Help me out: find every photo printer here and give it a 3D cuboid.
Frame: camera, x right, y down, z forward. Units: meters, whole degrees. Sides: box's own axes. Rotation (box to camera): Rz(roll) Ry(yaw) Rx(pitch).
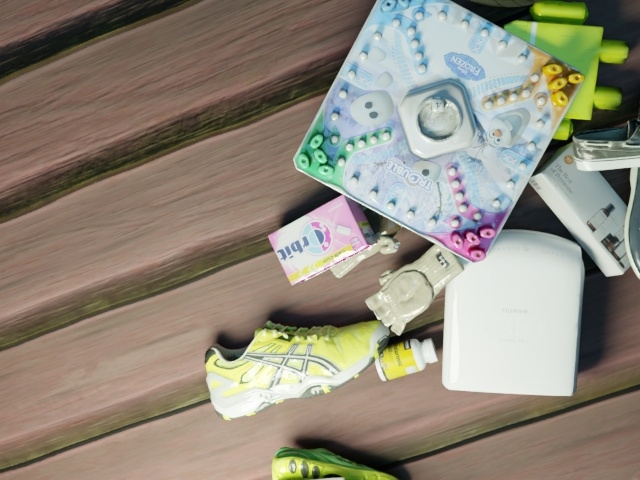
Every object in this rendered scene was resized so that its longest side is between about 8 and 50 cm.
[{"bbox_3d":[0.362,0.133,1.670,0.256,0.107,0.308,3,101,7],"label":"photo printer"}]

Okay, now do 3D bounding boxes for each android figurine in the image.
[{"bbox_3d":[0.410,-0.308,1.605,0.272,0.056,0.248,4,102,5],"label":"android figurine"}]

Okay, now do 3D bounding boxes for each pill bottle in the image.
[{"bbox_3d":[0.168,0.229,1.733,0.116,0.065,0.065,-18,98,9],"label":"pill bottle"}]

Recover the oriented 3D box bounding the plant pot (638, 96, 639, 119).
[{"bbox_3d":[0.622,-0.236,1.574,0.109,0.109,0.096,14,115,4],"label":"plant pot"}]

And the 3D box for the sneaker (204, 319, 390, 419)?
[{"bbox_3d":[-0.053,0.224,1.719,0.384,0.145,0.147,-21,98,9],"label":"sneaker"}]

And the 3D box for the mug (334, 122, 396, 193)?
[{"bbox_3d":[0.083,-0.140,1.650,0.129,0.097,0.158,-24,93,6],"label":"mug"}]

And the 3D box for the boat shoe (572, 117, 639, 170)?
[{"bbox_3d":[0.549,-0.171,1.531,0.219,0.078,0.070,-8,119,16],"label":"boat shoe"}]

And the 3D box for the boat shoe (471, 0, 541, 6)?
[{"bbox_3d":[0.394,-0.500,1.548,0.324,0.122,0.120,-9,63,4],"label":"boat shoe"}]

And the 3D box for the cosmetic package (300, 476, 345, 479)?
[{"bbox_3d":[-0.001,0.645,1.699,0.155,0.197,0.365,-7,129,7],"label":"cosmetic package"}]

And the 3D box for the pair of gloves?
[{"bbox_3d":[0.134,0.034,1.678,0.204,0.042,0.240,-48,68,17],"label":"pair of gloves"}]

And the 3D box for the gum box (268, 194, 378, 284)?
[{"bbox_3d":[0.000,0.000,1.683,0.188,0.062,0.107,-28,84,23],"label":"gum box"}]

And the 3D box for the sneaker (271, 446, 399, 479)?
[{"bbox_3d":[0.042,0.471,1.775,0.295,0.123,0.109,22,103,-17],"label":"sneaker"}]

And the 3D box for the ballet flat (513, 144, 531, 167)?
[{"bbox_3d":[0.327,-0.095,1.655,0.079,0.077,0.221,39,108,-21],"label":"ballet flat"}]

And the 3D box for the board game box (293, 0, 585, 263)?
[{"bbox_3d":[0.207,-0.213,1.563,0.390,0.050,0.390,28,95,-1],"label":"board game box"}]

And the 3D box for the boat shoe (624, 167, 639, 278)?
[{"bbox_3d":[0.607,-0.052,1.581,0.095,0.079,0.255,14,79,-27],"label":"boat shoe"}]

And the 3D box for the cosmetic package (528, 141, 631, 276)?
[{"bbox_3d":[0.496,-0.057,1.625,0.099,0.060,0.239,-42,95,-18],"label":"cosmetic package"}]
